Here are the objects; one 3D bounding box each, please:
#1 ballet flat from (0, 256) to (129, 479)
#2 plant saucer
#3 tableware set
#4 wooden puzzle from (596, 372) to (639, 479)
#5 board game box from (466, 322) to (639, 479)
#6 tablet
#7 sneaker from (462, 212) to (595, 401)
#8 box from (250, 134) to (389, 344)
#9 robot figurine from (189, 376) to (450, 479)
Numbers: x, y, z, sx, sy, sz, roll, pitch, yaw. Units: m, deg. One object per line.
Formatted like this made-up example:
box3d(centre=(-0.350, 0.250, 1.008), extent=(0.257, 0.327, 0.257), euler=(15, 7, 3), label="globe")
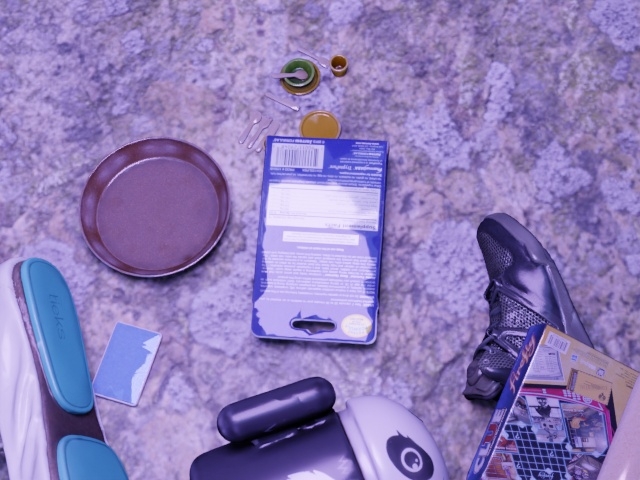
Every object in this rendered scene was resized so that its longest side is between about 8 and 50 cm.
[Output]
box3d(centre=(-0.275, 0.207, 1.090), extent=(0.139, 0.139, 0.400), euler=(-20, 65, -5), label="ballet flat")
box3d(centre=(-0.182, -0.034, 1.222), extent=(0.168, 0.029, 0.168), euler=(-1, 67, 2), label="plant saucer")
box3d(centre=(-0.019, -0.153, 1.264), extent=(0.104, 0.024, 0.154), euler=(28, 72, 12), label="tableware set")
box3d(centre=(0.365, 0.323, 0.976), extent=(0.347, 0.080, 0.322), euler=(34, 67, -11), label="wooden puzzle")
box3d(centre=(0.279, 0.206, 1.048), extent=(0.243, 0.042, 0.165), euler=(28, 77, -7), label="board game box")
box3d(centre=(-0.206, 0.130, 1.169), extent=(0.054, 0.006, 0.083), euler=(15, 69, 9), label="tablet")
box3d(centre=(0.189, 0.083, 1.127), extent=(0.130, 0.087, 0.228), euler=(-18, 74, -12), label="sneaker")
box3d(centre=(0.000, 0.000, 1.188), extent=(0.136, 0.036, 0.225), euler=(4, 74, 4), label="box")
box3d(centre=(-0.015, 0.252, 1.020), extent=(0.278, 0.209, 0.174), euler=(-20, 56, -5), label="robot figurine")
